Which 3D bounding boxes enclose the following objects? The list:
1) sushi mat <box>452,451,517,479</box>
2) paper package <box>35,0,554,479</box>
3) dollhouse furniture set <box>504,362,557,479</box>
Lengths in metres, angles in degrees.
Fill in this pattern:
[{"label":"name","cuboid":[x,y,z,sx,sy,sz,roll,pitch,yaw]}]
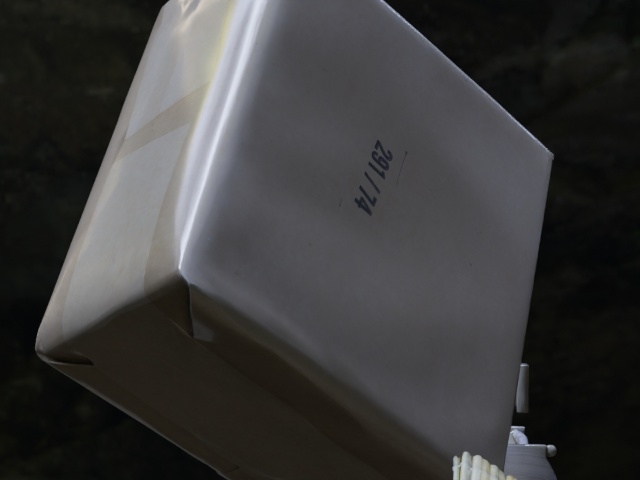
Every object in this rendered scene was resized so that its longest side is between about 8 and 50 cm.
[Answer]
[{"label":"sushi mat","cuboid":[0.127,0.186,0.743,0.019,0.151,0.316,-57,-1,9]},{"label":"paper package","cuboid":[0.000,0.000,1.086,0.309,0.325,0.168,37,-41,-27]},{"label":"dollhouse furniture set","cuboid":[0.262,0.299,1.604,0.173,0.356,0.303,1,0,4]}]
